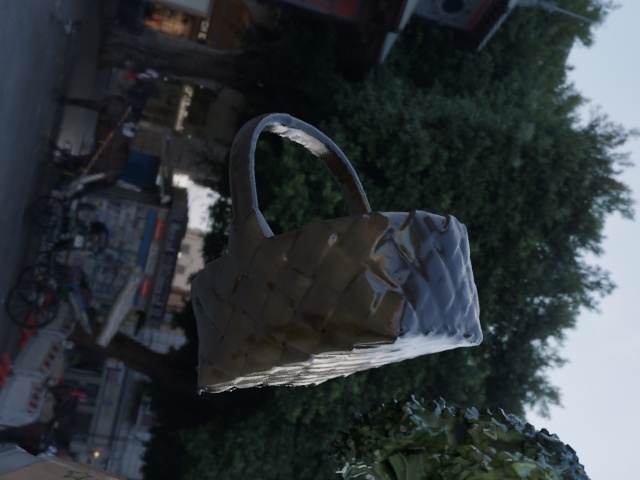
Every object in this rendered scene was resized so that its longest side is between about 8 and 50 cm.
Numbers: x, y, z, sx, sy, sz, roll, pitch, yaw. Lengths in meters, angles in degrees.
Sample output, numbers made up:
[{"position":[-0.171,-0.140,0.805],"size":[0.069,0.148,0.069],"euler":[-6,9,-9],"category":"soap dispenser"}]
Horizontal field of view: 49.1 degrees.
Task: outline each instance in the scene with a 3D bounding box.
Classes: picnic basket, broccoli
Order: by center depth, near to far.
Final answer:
[{"position":[0.152,0.292,0.681],"size":[0.375,0.302,0.249],"euler":[40,-52,29],"category":"broccoli"},{"position":[0.000,0.000,0.825],"size":[0.337,0.293,0.337],"euler":[-6,-101,34],"category":"picnic basket"}]

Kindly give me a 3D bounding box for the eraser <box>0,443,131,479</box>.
[{"position":[-0.177,0.236,0.526],"size":[0.171,0.290,0.087],"euler":[5,90,-61],"category":"eraser"}]
